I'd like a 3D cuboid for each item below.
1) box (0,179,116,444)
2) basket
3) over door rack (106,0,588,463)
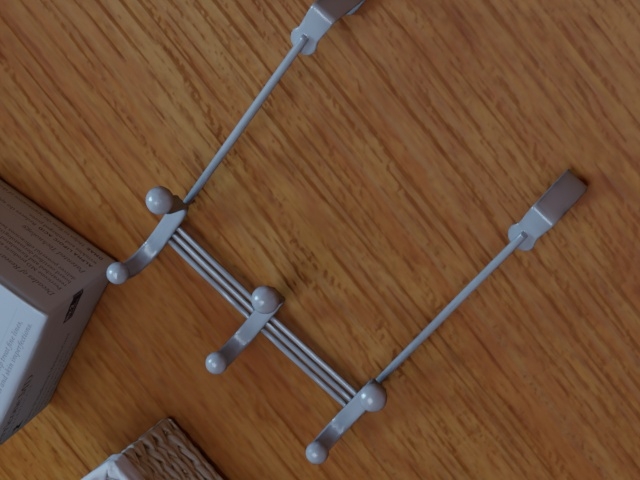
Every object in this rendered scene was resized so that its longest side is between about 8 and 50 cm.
[{"bbox_3d":[-0.299,0.055,1.459,0.182,0.119,0.181,35,122,8],"label":"box"},{"bbox_3d":[-0.134,0.252,1.474,0.113,0.103,0.167,-39,91,33],"label":"basket"},{"bbox_3d":[0.000,0.000,1.301,0.239,0.108,0.324,42,122,2],"label":"over door rack"}]
